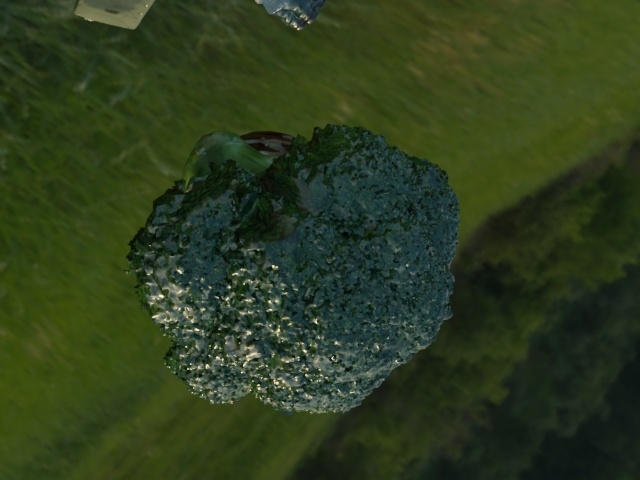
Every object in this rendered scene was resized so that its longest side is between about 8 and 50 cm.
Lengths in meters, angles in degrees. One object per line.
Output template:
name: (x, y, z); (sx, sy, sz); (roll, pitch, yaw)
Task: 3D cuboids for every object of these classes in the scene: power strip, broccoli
power strip: (-0.237, -0.290, 1.560); (0.227, 0.080, 0.029); (160, -58, -70)
broccoli: (-0.039, 0.003, 1.038); (0.254, 0.269, 0.269); (-53, 159, 10)

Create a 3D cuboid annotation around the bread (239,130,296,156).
bread: (-0.088, -0.057, 1.973); (0.212, 0.224, 0.142); (-46, -169, 24)

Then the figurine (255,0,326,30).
figurine: (-0.065, -0.260, 1.336); (0.079, 0.136, 0.077); (-52, -163, -28)
